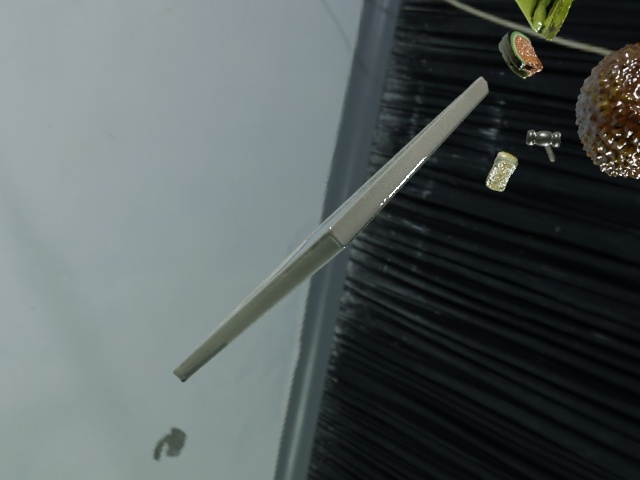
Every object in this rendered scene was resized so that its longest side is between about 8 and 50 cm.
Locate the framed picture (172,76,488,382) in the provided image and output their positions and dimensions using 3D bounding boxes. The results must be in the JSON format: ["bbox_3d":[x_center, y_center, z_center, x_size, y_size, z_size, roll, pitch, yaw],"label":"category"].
[{"bbox_3d":[0.000,0.000,0.635,0.016,0.289,0.213,46,52,-2],"label":"framed picture"}]

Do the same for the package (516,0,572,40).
[{"bbox_3d":[0.156,-0.284,0.632,0.090,0.226,0.168,-9,135,-38],"label":"package"}]

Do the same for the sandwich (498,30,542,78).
[{"bbox_3d":[0.292,-0.271,1.158,0.069,0.101,0.026,18,135,-33],"label":"sandwich"}]

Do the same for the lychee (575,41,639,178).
[{"bbox_3d":[0.485,-0.202,1.205,0.200,0.200,0.238,-48,164,-18],"label":"lychee"}]

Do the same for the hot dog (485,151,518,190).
[{"bbox_3d":[0.262,-0.105,1.134,0.090,0.030,0.034,96,17,-65],"label":"hot dog"}]

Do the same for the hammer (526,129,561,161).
[{"bbox_3d":[0.438,-0.176,1.522,0.292,0.058,0.029,6,93,-71],"label":"hammer"}]
